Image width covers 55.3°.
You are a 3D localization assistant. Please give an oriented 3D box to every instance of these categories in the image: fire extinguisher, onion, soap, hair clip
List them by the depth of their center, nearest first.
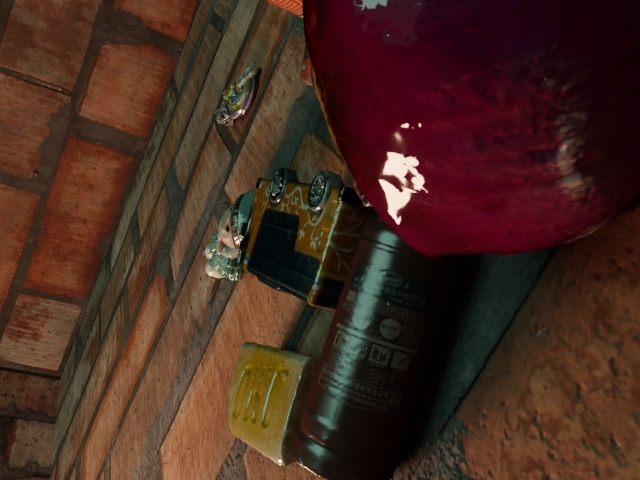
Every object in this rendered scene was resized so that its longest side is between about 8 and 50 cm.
[{"bbox_3d":[0.173,-0.172,0.443,0.385,0.348,0.348,-21,47,14],"label":"onion"},{"bbox_3d":[0.081,0.083,0.643,0.114,0.135,0.337,11,-84,-75],"label":"fire extinguisher"},{"bbox_3d":[-0.060,0.224,0.862,0.232,0.073,0.140,-7,64,63],"label":"soap"},{"bbox_3d":[-0.202,-0.351,1.530,0.172,0.049,0.116,-37,56,38],"label":"hair clip"}]

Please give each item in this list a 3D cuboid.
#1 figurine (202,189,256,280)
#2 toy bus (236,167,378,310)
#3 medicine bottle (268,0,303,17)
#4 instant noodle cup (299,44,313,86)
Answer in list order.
[{"bbox_3d":[-0.146,0.005,1.135,0.245,0.110,0.138,-41,49,52],"label":"figurine"},{"bbox_3d":[0.000,0.000,0.814,0.275,0.138,0.167,18,93,62],"label":"toy bus"},{"bbox_3d":[-0.031,-0.539,1.081,0.252,0.241,0.252,-41,40,46],"label":"medicine bottle"},{"bbox_3d":[0.025,-0.313,0.985,0.127,0.127,0.136,-122,46,-57],"label":"instant noodle cup"}]
